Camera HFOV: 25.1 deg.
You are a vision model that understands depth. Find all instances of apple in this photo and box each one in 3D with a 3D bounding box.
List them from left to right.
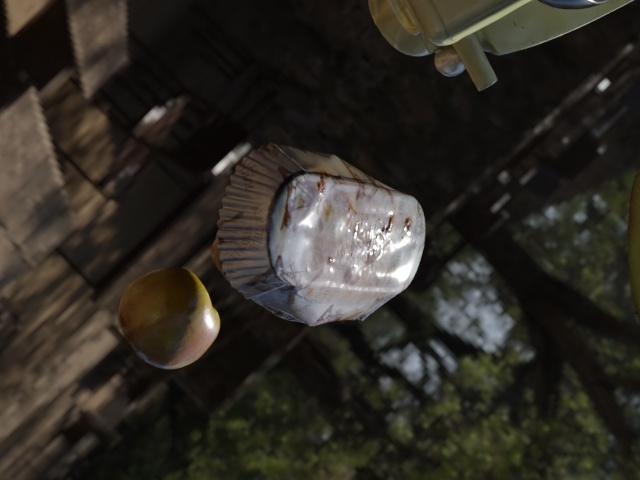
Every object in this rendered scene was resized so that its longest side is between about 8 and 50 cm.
[{"bbox_3d":[-0.160,0.084,1.547,0.102,0.114,0.099,-32,-146,3],"label":"apple"}]

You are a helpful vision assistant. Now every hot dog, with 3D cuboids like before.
[{"bbox_3d":[0.000,0.000,1.219,0.268,0.075,0.144,18,85,-58],"label":"hot dog"}]

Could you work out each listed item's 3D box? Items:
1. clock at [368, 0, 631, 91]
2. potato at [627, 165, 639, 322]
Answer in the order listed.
[{"bbox_3d":[0.144,-0.177,0.710,0.276,0.120,0.379,-27,-178,7],"label":"clock"},{"bbox_3d":[0.317,0.023,1.125,0.141,0.298,0.176,-2,-138,33],"label":"potato"}]
